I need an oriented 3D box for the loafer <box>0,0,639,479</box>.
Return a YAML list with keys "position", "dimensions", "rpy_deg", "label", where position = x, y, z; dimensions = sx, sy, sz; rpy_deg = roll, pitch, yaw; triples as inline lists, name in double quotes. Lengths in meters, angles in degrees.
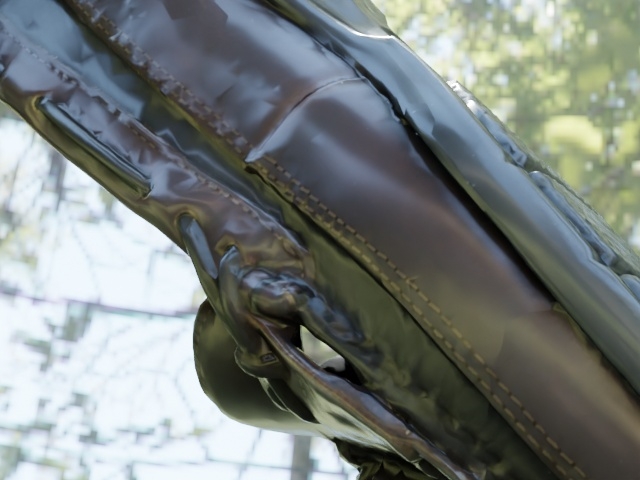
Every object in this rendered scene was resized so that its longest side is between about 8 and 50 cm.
- position: [0.000, 0.000, 0.408]
  dimensions: [0.095, 0.302, 0.109]
  rpy_deg: [-45, -37, 6]
  label: "loafer"
